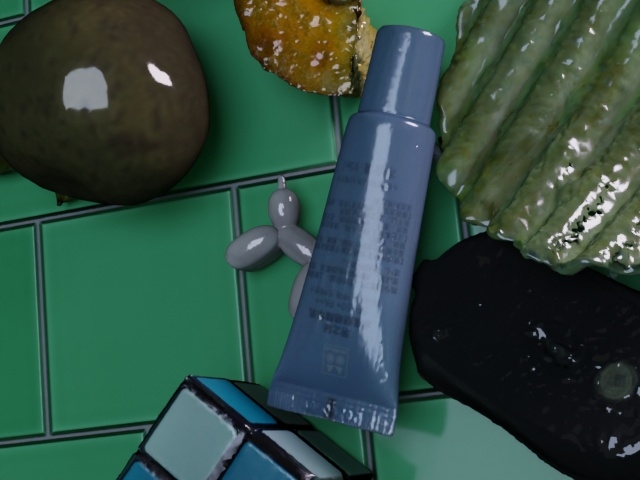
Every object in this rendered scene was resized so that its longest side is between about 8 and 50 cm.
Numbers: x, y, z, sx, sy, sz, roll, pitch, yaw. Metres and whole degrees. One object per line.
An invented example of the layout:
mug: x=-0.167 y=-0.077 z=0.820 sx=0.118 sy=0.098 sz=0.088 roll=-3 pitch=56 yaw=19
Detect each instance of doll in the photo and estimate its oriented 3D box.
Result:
doll: x=0.000 y=0.000 z=1.274 sx=0.161 sy=0.059 sz=0.160 roll=37 pitch=96 yaw=22

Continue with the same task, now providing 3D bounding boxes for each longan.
longan: x=-0.238 y=-0.150 z=1.309 sx=0.246 sy=0.215 sz=0.246 roll=-21 pitch=58 yaw=38

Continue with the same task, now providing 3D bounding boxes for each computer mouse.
computer mouse: x=0.223 y=0.108 z=1.140 sx=0.323 sy=0.116 sz=0.183 roll=33 pitch=83 yaw=36

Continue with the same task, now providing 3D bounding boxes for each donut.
donut: x=-0.009 y=-0.270 z=1.297 sx=0.152 sy=0.101 sz=0.259 roll=5 pitch=84 yaw=22

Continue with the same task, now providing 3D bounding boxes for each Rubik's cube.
Rubik's cube: x=-0.082 y=0.251 z=1.200 sx=0.167 sy=0.180 sz=0.183 roll=34 pitch=96 yaw=23

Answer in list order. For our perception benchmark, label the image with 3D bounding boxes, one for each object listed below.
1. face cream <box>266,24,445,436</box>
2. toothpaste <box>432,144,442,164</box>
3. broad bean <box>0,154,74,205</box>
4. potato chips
face cream: x=0.048 y=-0.015 z=1.193 sx=0.135 sy=0.086 sz=0.385 roll=11 pitch=86 yaw=25
toothpaste: x=0.142 y=-0.069 z=1.257 sx=0.083 sy=0.015 sz=0.024 roll=42 pitch=105 yaw=16
broad bean: x=-0.367 y=-0.101 z=1.432 sx=0.213 sy=0.048 sz=0.070 roll=21 pitch=89 yaw=19
potato chips: x=0.282 y=-0.129 z=1.145 sx=0.373 sy=0.097 sz=0.389 roll=2 pitch=64 yaw=20
